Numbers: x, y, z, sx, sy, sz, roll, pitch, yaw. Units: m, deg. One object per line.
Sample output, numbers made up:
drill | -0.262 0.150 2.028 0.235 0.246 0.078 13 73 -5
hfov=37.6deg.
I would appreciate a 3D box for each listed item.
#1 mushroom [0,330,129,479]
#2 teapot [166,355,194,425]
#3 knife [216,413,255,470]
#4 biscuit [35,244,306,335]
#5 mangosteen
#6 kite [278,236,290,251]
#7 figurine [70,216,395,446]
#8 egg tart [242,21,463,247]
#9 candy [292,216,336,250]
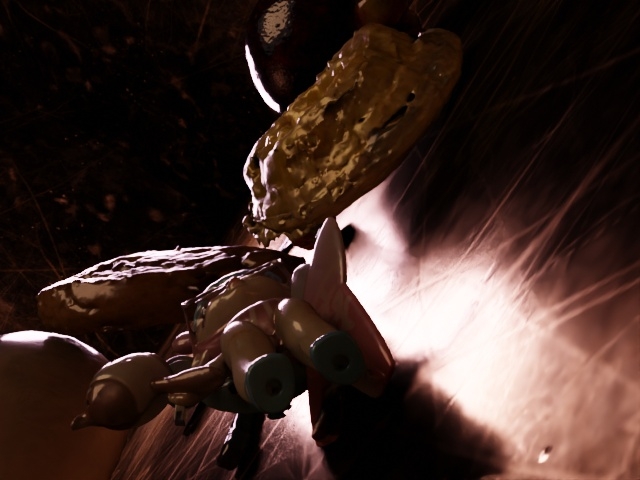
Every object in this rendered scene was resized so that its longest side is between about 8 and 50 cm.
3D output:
mushroom | -0.325 0.273 0.960 0.362 0.294 0.362 -40 15 13
teapot | -0.176 0.196 1.200 0.057 0.066 0.088 99 173 -57
knife | -0.066 0.154 0.788 0.031 0.018 0.121 -62 5 20
biscuit | -0.153 0.045 0.974 0.296 0.295 0.075 171 91 -80
mangosteen | 0.030 -0.258 1.256 0.265 0.228 0.228 5 52 35
kite | 0.012 -0.081 1.254 0.204 0.022 0.360 -60 4 -22
figurine | -0.046 0.082 0.582 0.205 0.103 0.260 -33 8 -10
egg tart | 0.017 -0.115 0.913 0.279 0.095 0.279 -40 17 15
candy | 0.000 0.000 0.931 0.060 0.060 0.201 -56 16 8
